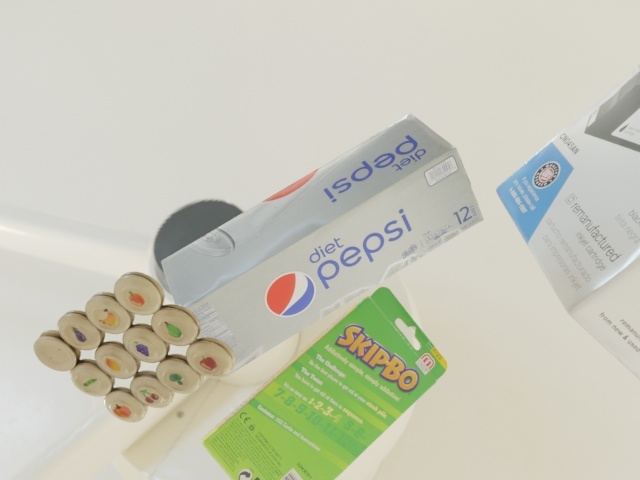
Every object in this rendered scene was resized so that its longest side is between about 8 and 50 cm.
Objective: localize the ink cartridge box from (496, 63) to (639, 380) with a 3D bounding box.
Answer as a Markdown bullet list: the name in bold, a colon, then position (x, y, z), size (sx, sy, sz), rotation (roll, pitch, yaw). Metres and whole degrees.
- **ink cartridge box**: position (0.417, -0.078, 0.805), size (0.395, 0.166, 0.285), rotation (-43, -157, 18)

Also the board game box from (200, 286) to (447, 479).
- **board game box**: position (0.011, 0.174, 0.814), size (0.259, 0.039, 0.124), rotation (-39, -86, -15)

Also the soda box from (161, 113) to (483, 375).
- **soda box**: position (0.000, 0.000, 0.714), size (0.286, 0.091, 0.098), rotation (-31, -146, -2)

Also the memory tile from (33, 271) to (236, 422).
- **memory tile**: position (-0.148, 0.088, 0.591), size (0.148, 0.113, 0.012), rotation (-32, -159, 32)
